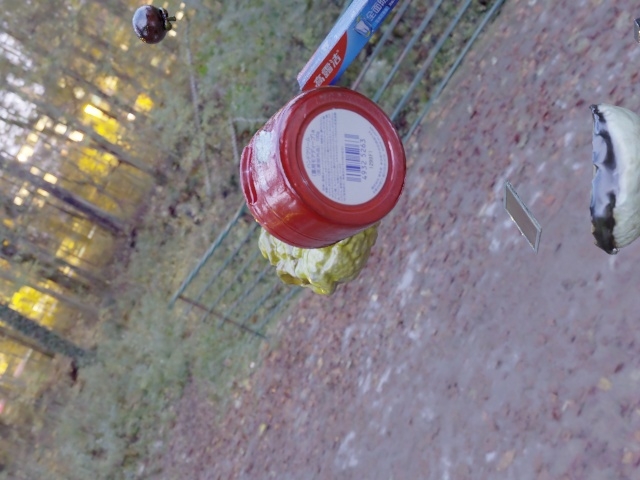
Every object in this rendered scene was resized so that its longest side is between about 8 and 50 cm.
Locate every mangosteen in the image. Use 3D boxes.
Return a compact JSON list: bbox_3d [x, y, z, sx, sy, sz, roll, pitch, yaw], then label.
[{"bbox_3d":[-0.352,-0.450,1.539,0.081,0.081,0.081,-54,19,27],"label":"mangosteen"}]

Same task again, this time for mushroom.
[{"bbox_3d":[0.660,-0.148,1.614,0.130,0.247,0.344,-5,54,29],"label":"mushroom"}]

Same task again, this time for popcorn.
[{"bbox_3d":[0.000,0.000,1.462,0.286,0.173,0.225,-42,50,38],"label":"popcorn"}]

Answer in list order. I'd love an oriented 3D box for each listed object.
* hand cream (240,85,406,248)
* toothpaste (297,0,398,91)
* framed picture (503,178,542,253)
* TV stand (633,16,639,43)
[{"bbox_3d":[0.006,-0.107,1.103,0.149,0.230,0.230,-23,42,58],"label":"hand cream"},{"bbox_3d":[0.066,-0.468,1.692,0.320,0.066,0.076,-50,28,22],"label":"toothpaste"},{"bbox_3d":[0.451,-0.051,1.650,0.011,0.142,0.183,-31,-21,3],"label":"framed picture"},{"bbox_3d":[0.774,-0.467,1.505,0.256,0.049,0.040,-17,46,9],"label":"TV stand"}]
